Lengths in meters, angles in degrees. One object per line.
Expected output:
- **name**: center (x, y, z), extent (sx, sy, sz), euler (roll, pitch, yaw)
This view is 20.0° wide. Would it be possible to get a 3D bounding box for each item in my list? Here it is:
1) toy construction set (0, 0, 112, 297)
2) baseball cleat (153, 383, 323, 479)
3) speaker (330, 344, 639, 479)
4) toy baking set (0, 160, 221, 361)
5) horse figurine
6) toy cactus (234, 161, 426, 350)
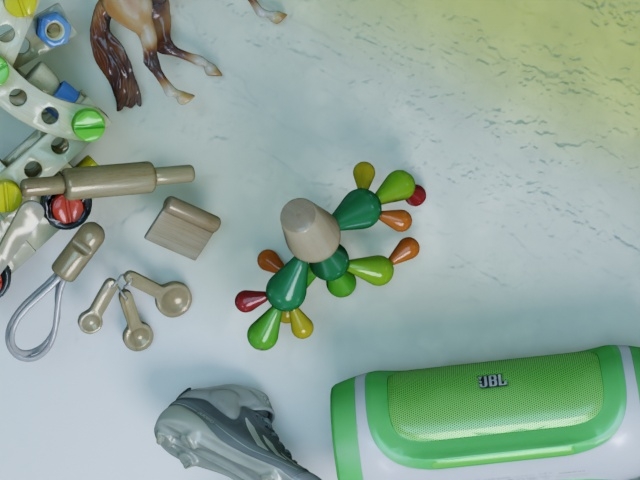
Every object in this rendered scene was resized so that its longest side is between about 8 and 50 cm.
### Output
- **toy construction set**: center (-0.330, -0.074, 1.695), extent (0.327, 0.151, 0.215), euler (-37, 110, 11)
- **baseball cleat**: center (-0.050, 0.193, 1.676), extent (0.206, 0.109, 0.072), euler (29, 135, 13)
- **speaker**: center (0.162, 0.169, 1.653), extent (0.296, 0.131, 0.131), euler (-7, 88, 5)
- **toy baking set**: center (-0.215, 0.021, 1.675), extent (0.256, 0.030, 0.197), euler (-2, 113, -22)
- **horse figurine**: center (-0.129, -0.244, 1.723), extent (0.263, 0.066, 0.174), euler (-43, 91, 1)
- **toy cactus**: center (0.000, 0.000, 1.655), extent (0.219, 0.180, 0.112), euler (-37, 65, -1)
